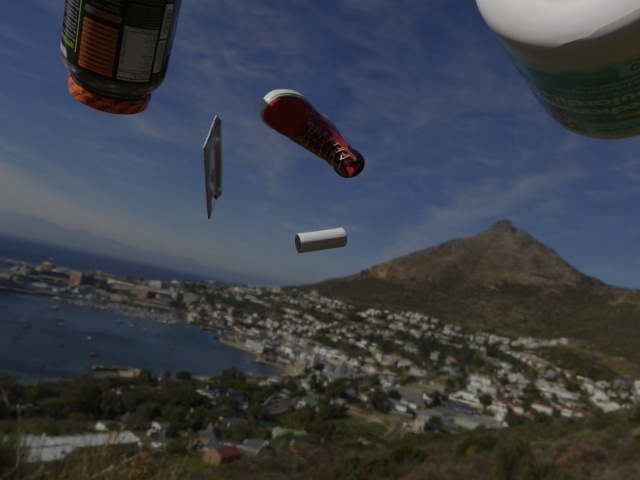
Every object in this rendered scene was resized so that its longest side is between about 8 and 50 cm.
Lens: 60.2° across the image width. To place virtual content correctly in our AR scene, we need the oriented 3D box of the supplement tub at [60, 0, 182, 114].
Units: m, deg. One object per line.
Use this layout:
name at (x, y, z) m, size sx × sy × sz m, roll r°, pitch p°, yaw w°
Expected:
supplement tub at (-0.217, -0.244, 0.605) m, size 0.117 × 0.190 × 0.117 m, roll 17°, pitch 35°, yaw -13°

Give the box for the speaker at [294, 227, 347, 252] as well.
speaker at (0.000, 0.000, 1.498) m, size 0.136 × 0.055 × 0.055 m, roll -9°, pitch 2°, yaw -21°

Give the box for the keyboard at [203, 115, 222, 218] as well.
keyboard at (-0.202, -0.128, 1.033) m, size 0.014 × 0.072 × 0.256 m, roll 20°, pitch -27°, yaw 1°

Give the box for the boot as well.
boot at (-0.006, -0.207, 1.124) m, size 0.244 × 0.088 × 0.176 m, roll 14°, pitch 32°, yaw -53°

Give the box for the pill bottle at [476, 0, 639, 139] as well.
pill bottle at (0.227, -0.167, 0.431) m, size 0.146 × 0.146 × 0.264 m, roll 7°, pitch -3°, yaw 35°
